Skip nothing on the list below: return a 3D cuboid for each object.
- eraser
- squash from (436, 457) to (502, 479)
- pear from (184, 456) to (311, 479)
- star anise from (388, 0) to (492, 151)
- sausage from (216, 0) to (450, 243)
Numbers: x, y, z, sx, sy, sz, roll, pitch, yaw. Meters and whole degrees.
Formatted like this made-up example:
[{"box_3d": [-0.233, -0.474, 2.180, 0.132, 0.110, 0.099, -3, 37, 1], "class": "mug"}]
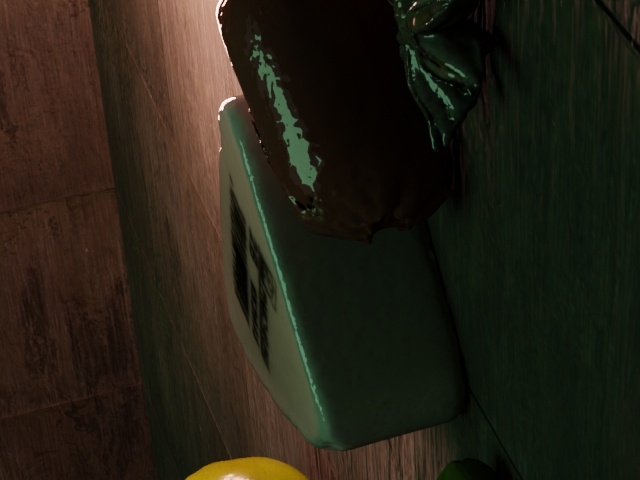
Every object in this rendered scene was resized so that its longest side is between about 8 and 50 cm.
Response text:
[{"box_3d": [0.000, 0.000, 1.789, 0.331, 0.150, 0.331, 168, 90, -77], "class": "eraser"}, {"box_3d": [0.144, 0.273, 1.620, 0.066, 0.066, 0.201, 105, 150, -65], "class": "squash"}, {"box_3d": [-0.076, 0.376, 2.372, 0.269, 0.212, 0.212, 42, 146, 42], "class": "pear"}, {"box_3d": [0.084, -0.166, 1.447, 0.182, 0.065, 0.195, 88, 160, -57], "class": "star anise"}, {"box_3d": [0.010, -0.132, 1.612, 0.152, 0.152, 0.280, 114, 138, -70], "class": "sausage"}]
